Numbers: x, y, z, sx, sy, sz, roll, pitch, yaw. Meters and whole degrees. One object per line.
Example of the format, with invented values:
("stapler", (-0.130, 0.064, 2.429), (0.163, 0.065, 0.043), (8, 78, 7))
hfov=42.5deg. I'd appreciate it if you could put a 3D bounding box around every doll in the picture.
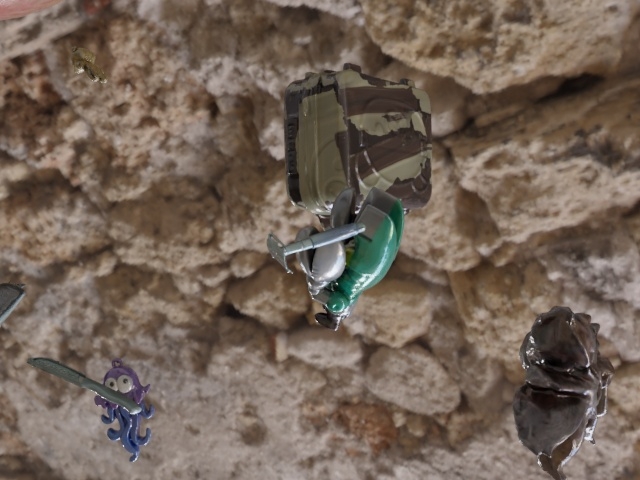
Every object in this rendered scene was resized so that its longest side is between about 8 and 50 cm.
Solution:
("doll", (-0.372, 0.325, 1.579), (0.109, 0.206, 0.067), (-11, -174, -2))
("doll", (-0.449, -0.341, 1.595), (0.093, 0.051, 0.061), (28, -169, 34))
("doll", (0.034, 0.028, 1.322), (0.258, 0.153, 0.195), (-64, 175, 11))

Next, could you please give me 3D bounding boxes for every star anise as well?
("star anise", (0.380, 0.237, 1.312), (0.139, 0.360, 0.316), (14, -139, 38))

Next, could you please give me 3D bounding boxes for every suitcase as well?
("suitcase", (0.072, -0.154, 1.621), (0.194, 0.339, 0.351), (-2, 180, 39))

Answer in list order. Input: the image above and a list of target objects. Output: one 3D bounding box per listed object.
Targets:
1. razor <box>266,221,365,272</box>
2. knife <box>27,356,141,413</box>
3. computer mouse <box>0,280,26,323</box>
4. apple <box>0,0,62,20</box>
("razor", (0.000, 0.000, 1.127), (0.135, 0.040, 0.068), (-17, -154, -18))
("knife", (-0.381, 0.231, 1.332), (0.210, 0.015, 0.028), (23, -148, 13))
("computer mouse", (-0.745, 0.180, 1.635), (0.371, 0.122, 0.188), (-26, -173, -41))
("apple", (-0.296, -0.377, 0.750), (0.269, 0.345, 0.344), (-16, -166, -40))
